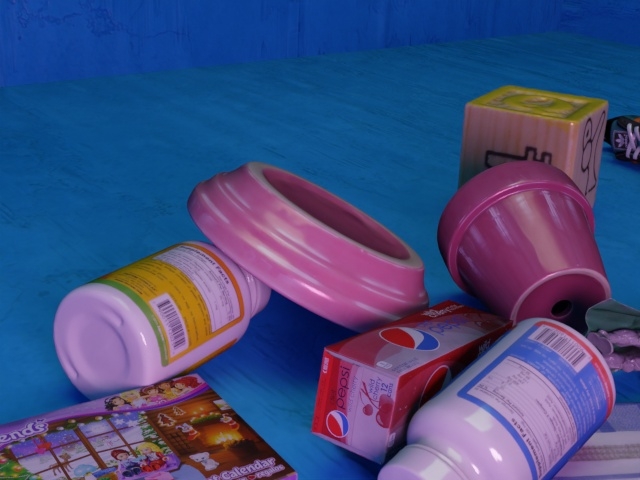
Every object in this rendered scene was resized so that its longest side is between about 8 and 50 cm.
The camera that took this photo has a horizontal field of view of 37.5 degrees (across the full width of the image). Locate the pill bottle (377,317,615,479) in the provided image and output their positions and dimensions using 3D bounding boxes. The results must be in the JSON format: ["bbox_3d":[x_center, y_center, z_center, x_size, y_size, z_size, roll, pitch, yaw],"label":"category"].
[{"bbox_3d":[0.155,0.174,0.842,0.221,0.124,0.124,-33,38,-33],"label":"pill bottle"}]

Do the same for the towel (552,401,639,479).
[{"bbox_3d":[0.309,0.231,0.863,0.209,0.034,0.285,-2,20,-4],"label":"towel"}]

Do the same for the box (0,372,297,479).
[{"bbox_3d":[-0.195,0.214,0.815,0.293,0.057,0.201,-12,25,-31],"label":"box"}]

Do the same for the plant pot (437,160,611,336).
[{"bbox_3d":[0.266,0.029,1.178,0.201,0.201,0.180,-3,37,-12],"label":"plant pot"}]

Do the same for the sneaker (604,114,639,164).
[{"bbox_3d":[0.648,-0.191,1.878,0.120,0.108,0.302,-1,14,-6],"label":"sneaker"}]

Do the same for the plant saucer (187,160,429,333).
[{"bbox_3d":[0.000,0.000,1.151,0.332,0.084,0.332,29,11,-6],"label":"plant saucer"}]

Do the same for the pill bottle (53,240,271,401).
[{"bbox_3d":[-0.163,0.079,1.052,0.136,0.137,0.245,14,23,28],"label":"pill bottle"}]

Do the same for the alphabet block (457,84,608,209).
[{"bbox_3d":[0.353,-0.137,1.573,0.193,0.197,0.192,14,24,27],"label":"alphabet block"}]

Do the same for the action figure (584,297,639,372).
[{"bbox_3d":[0.383,0.121,1.064,0.232,0.137,0.063,-1,43,-30],"label":"action figure"}]

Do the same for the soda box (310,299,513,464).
[{"bbox_3d":[0.100,0.132,0.948,0.083,0.092,0.263,17,15,31],"label":"soda box"}]
